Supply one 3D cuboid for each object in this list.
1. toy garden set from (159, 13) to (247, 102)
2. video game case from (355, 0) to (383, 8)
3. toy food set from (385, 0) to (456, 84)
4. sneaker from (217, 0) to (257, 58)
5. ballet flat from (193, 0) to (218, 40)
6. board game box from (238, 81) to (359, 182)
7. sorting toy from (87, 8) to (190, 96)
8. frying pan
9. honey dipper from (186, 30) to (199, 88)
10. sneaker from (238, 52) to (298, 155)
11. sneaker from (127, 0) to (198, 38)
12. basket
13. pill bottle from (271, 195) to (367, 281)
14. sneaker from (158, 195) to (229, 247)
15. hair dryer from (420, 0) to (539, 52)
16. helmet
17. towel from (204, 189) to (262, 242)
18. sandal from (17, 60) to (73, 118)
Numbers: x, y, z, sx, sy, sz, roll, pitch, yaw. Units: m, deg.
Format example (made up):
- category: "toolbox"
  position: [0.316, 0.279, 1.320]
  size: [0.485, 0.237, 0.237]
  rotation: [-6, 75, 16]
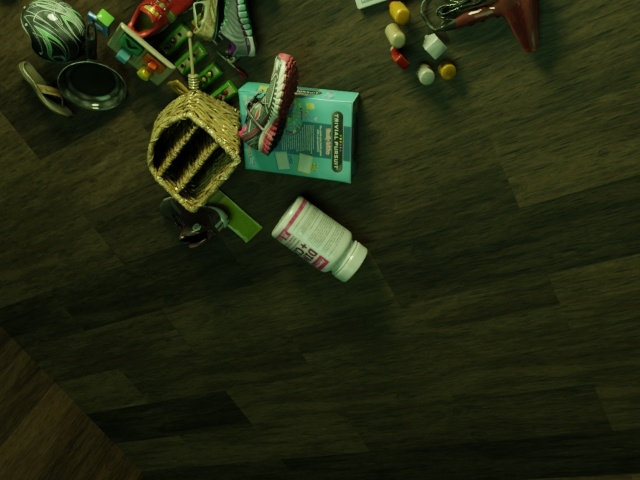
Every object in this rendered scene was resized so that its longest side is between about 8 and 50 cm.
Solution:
- category: "toy garden set"
  position: [-0.327, -0.518, 1.641]
  size: [0.204, 0.049, 0.244]
  rotation: [-27, 112, 33]
- category: "video game case"
  position: [0.156, -0.678, 1.367]
  size: [0.202, 0.023, 0.183]
  rotation: [-8, 122, 26]
- category: "toy food set"
  position: [0.239, -0.493, 1.447]
  size: [0.232, 0.104, 0.111]
  rotation: [33, 117, -29]
- category: "sneaker"
  position: [-0.237, -0.592, 1.513]
  size: [0.098, 0.083, 0.223]
  rotation: [-11, 125, 2]
- category: "ballet flat"
  position: [-0.298, -0.634, 1.500]
  size: [0.067, 0.073, 0.206]
  rotation: [1, 112, -28]
- category: "board game box"
  position: [-0.062, -0.317, 1.673]
  size: [0.336, 0.079, 0.253]
  rotation: [9, 127, 13]
- category: "sorting toy"
  position: [-0.520, -0.519, 1.633]
  size: [0.348, 0.047, 0.196]
  rotation: [38, 162, -25]
- category: "frying pan"
  position: [-0.709, -0.515, 1.706]
  size: [0.198, 0.053, 0.326]
  rotation: [-10, 148, -1]
- category: "honey dipper"
  position: [-0.366, -0.511, 1.613]
  size: [0.031, 0.030, 0.160]
  rotation: [11, 127, 12]
- category: "sneaker"
  position: [-0.145, -0.367, 1.541]
  size: [0.112, 0.120, 0.299]
  rotation: [27, 129, 2]
- category: "sneaker"
  position: [-0.425, -0.636, 1.545]
  size: [0.279, 0.118, 0.107]
  rotation: [-32, 111, 35]
- category: "basket"
  position: [-0.392, -0.267, 1.693]
  size: [0.214, 0.222, 0.299]
  rotation: [22, 138, -33]
- category: "pill bottle"
  position: [0.000, 0.000, 1.829]
  size: [0.283, 0.160, 0.160]
  rotation: [35, 129, -7]
- category: "sneaker"
  position: [-0.466, -0.058, 1.936]
  size: [0.282, 0.162, 0.106]
  rotation: [10, 137, 23]
- category: "hair dryer"
  position: [0.407, -0.553, 1.354]
  size: [0.294, 0.080, 0.223]
  rotation: [35, 145, 0]
- category: "helmet"
  position: [-0.770, -0.618, 1.656]
  size: [0.170, 0.169, 0.161]
  rotation: [21, 146, 5]
- category: "towel"
  position: [-0.317, -0.094, 1.966]
  size: [0.237, 0.021, 0.102]
  rotation: [41, 128, -12]
- category: "sandal"
  position: [-0.885, -0.494, 1.853]
  size: [0.060, 0.090, 0.219]
  rotation: [-32, 104, 12]
